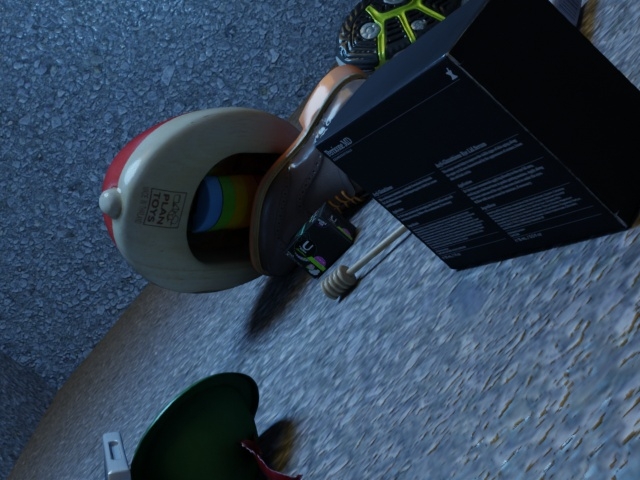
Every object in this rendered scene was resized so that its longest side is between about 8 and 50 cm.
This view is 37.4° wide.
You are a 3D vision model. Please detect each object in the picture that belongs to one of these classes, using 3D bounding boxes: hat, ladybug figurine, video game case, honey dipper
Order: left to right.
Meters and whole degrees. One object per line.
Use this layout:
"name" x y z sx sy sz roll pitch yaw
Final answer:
"video game case" -0.194 0.303 0.920 0.183 0.023 0.201 177 88 -75
"ladybug figurine" -0.180 -0.074 1.507 0.449 0.162 0.305 0 -70 -54
"hat" -0.073 0.248 0.946 0.208 0.183 0.173 18 -78 -59
"honey dipper" 0.063 0.016 1.145 0.160 0.030 0.030 -42 14 28

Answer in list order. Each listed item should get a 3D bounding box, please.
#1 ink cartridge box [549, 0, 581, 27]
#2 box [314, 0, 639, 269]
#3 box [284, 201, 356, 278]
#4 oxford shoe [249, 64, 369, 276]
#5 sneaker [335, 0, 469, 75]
"ink cartridge box" 0.214 -0.186 1.144 0.224 0.045 0.223 -43 13 39
"box" 0.131 -0.084 0.788 0.103 0.184 0.261 -55 12 -19
"box" 0.000 0.000 1.350 0.083 0.062 0.052 -45 11 26
"oxford shoe" 0.001 -0.081 1.451 0.130 0.133 0.364 1 -58 -46
"sneaker" 0.183 -0.361 1.549 0.384 0.145 0.147 -37 -29 -22
